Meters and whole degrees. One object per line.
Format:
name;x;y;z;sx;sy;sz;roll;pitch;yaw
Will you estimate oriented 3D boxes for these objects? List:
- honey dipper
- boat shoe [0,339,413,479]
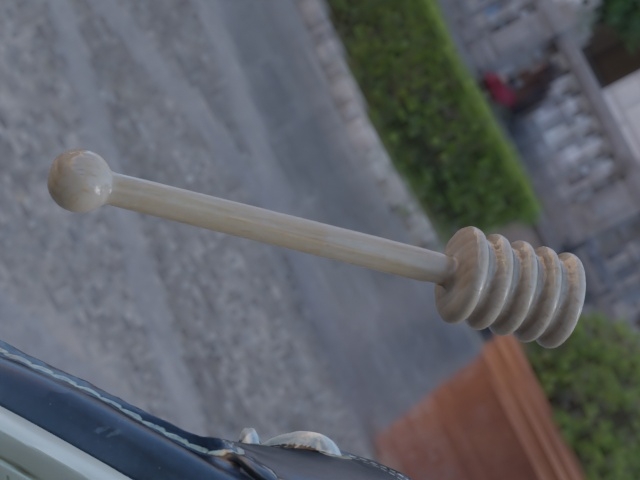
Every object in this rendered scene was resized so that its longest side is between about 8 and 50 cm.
honey dipper;0.000;0.000;0.548;0.161;0.030;0.030;14;30;-20
boat shoe;-0.012;0.081;0.428;0.233;0.084;0.079;30;38;-7
